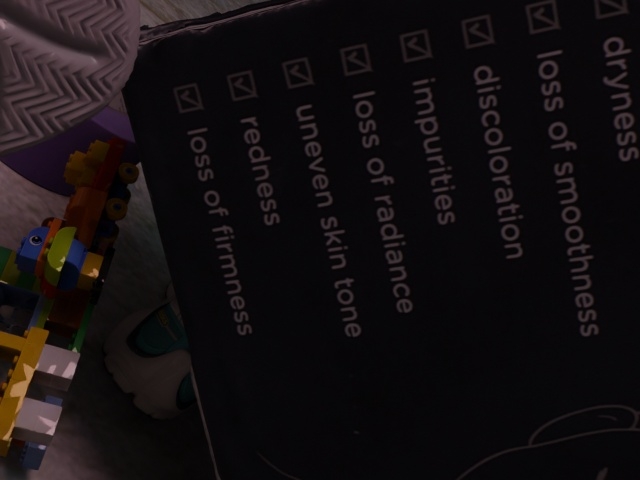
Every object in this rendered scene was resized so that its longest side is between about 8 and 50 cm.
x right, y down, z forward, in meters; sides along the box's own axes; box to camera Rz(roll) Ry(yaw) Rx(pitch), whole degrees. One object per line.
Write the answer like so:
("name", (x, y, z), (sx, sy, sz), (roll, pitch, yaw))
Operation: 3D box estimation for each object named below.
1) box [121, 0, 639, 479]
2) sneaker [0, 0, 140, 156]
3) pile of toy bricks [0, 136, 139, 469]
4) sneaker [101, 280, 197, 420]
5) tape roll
("box", (0.191, 0.054, 0.495), (0.297, 0.471, 0.480), (-43, 123, -71))
("sneaker", (-0.244, -0.113, 0.288), (0.321, 0.125, 0.180), (-3, 30, -34))
("pile of toy bricks", (-0.186, 0.028, 0.443), (0.105, 0.118, 0.212), (19, 48, -15))
("sneaker", (-0.070, 0.058, 0.633), (0.107, 0.110, 0.275), (53, 18, -7))
("tape roll", (-0.220, -0.136, 0.637), (0.189, 0.080, 0.189), (48, 19, -22))
